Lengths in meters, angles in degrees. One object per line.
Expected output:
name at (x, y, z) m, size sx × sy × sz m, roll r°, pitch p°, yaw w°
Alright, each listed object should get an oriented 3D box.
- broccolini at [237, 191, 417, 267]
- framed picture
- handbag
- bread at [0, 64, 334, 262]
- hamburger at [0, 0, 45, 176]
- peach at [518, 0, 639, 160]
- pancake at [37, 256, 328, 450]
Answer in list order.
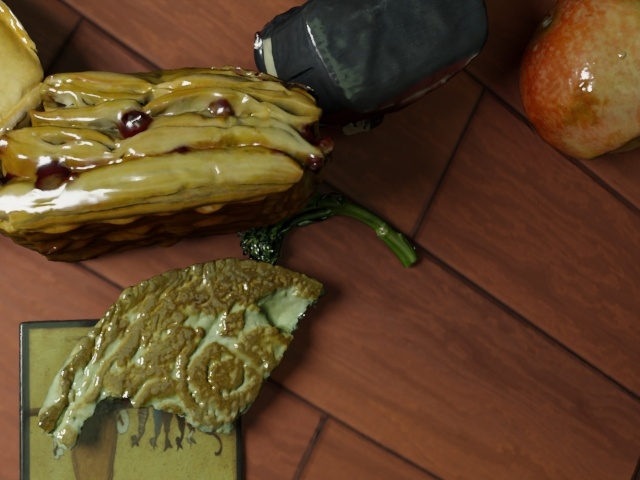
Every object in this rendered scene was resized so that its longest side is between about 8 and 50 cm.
broccolini at (0.008, 0.001, 1.212) m, size 0.271 × 0.062 × 0.123 m, roll 21°, pitch 87°, yaw -27°
framed picture at (-0.206, 0.255, 1.100) m, size 0.255 × 0.014 × 0.339 m, roll 1°, pitch 85°, yaw -27°
handbag at (0.061, -0.233, 1.182) m, size 0.254 × 0.181 × 0.181 m, roll -33°, pitch 101°, yaw -23°
bread at (-0.160, -0.087, 0.996) m, size 0.324 × 0.277 × 0.167 m, roll -11°, pitch 84°, yaw -9°
hamburger at (-0.423, -0.141, 0.955) m, size 0.283 × 0.144 × 0.259 m, roll -46°, pitch 110°, yaw -27°
peach at (0.378, -0.243, 1.325) m, size 0.232 × 0.232 × 0.257 m, roll -16°, pitch 84°, yaw -27°
pancake at (-0.142, 0.127, 1.113) m, size 0.376 × 0.054 × 0.197 m, roll -18°, pitch 92°, yaw -26°
